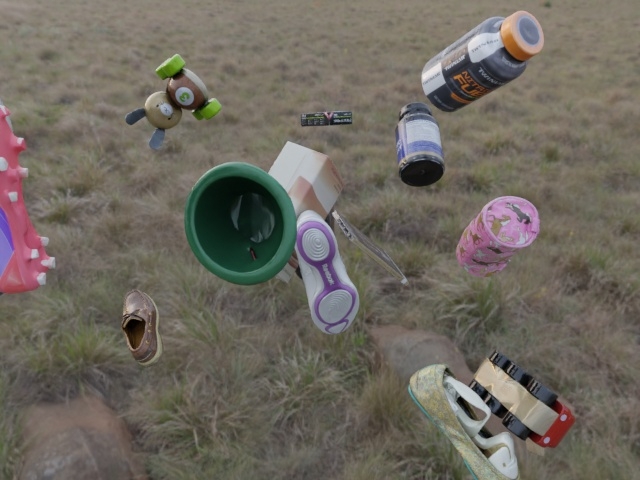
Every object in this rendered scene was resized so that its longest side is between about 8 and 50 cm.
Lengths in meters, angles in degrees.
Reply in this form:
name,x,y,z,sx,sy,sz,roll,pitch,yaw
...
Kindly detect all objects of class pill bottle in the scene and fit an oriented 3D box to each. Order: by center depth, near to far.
name,x,y,z,sx,sy,sz,roll,pitch,yaw
pill bottle,0.330,-0.367,1.084,0.130,0.130,0.245,-13,-4,-28
pill bottle,0.267,-0.266,1.443,0.122,0.123,0.219,2,58,-2

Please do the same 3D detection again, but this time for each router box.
name,x,y,z,sx,sy,sz,roll,pitch,yaw
router box,0.016,-0.346,1.505,0.092,0.038,0.122,-14,17,-42

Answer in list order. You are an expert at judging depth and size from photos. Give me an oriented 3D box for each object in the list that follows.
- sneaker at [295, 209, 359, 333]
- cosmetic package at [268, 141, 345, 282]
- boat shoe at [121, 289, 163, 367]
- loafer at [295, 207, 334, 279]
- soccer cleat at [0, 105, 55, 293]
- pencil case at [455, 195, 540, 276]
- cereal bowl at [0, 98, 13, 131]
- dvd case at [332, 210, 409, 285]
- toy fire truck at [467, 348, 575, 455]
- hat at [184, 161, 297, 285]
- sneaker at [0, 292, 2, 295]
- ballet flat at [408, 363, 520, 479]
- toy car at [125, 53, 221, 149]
name,x,y,z,sx,sy,sz,roll,pitch,yaw
sneaker,0.013,0.069,1.213,0.114,0.305,0.152,-13,22,-2
cosmetic package,-0.079,-0.067,1.282,0.129,0.296,0.153,25,-11,27
boat shoe,-0.350,0.158,1.020,0.064,0.060,0.178,-30,49,0
loafer,0.000,0.000,1.781,0.133,0.366,0.130,21,42,12
soccer cleat,-0.382,-0.047,0.602,0.095,0.248,0.083,-6,29,-7
pencil case,0.531,-0.002,1.610,0.167,0.386,0.160,-21,73,-3
cereal bowl,-0.651,-0.271,0.871,0.141,0.339,0.339,-48,44,-9
dvd case,0.129,0.019,1.382,0.221,0.018,0.164,37,11,-28
toy fire truck,0.472,0.396,1.186,0.246,0.158,0.217,34,3,-21
hat,-0.097,-0.035,0.830,0.208,0.173,0.183,28,14,17
sneaker,-0.701,-0.007,1.002,0.236,0.130,0.323,-38,69,-18
ballet flat,0.328,0.405,1.102,0.348,0.123,0.123,51,43,9
toy car,-0.362,-0.314,1.251,0.188,0.155,0.149,-47,27,-12
